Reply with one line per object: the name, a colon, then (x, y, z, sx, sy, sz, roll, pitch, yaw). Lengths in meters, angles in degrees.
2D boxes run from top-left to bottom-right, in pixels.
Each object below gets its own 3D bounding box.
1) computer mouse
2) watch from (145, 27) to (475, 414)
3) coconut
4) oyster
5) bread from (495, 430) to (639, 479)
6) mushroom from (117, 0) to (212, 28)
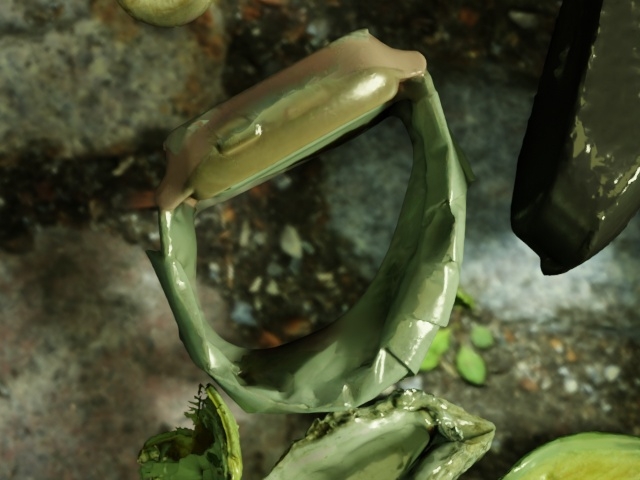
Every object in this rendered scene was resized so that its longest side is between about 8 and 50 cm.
computer mouse: (0.212, -0.115, 1.291, 0.087, 0.168, 0.295, 14, 85, -4)
watch: (0.000, 0.000, 1.291, 0.253, 0.162, 0.241, -29, 90, -1)
coconut: (-0.095, 0.181, 1.296, 0.055, 0.133, 0.158, 21, 92, -20)
oyster: (-0.006, 0.211, 1.304, 0.199, 0.087, 0.252, 7, 57, 30)
bread: (0.213, 0.293, 1.317, 0.301, 0.045, 0.301, 0, 87, 2)
mushroom: (-0.118, -0.202, 1.349, 0.084, 0.067, 0.083, 0, 91, 5)
